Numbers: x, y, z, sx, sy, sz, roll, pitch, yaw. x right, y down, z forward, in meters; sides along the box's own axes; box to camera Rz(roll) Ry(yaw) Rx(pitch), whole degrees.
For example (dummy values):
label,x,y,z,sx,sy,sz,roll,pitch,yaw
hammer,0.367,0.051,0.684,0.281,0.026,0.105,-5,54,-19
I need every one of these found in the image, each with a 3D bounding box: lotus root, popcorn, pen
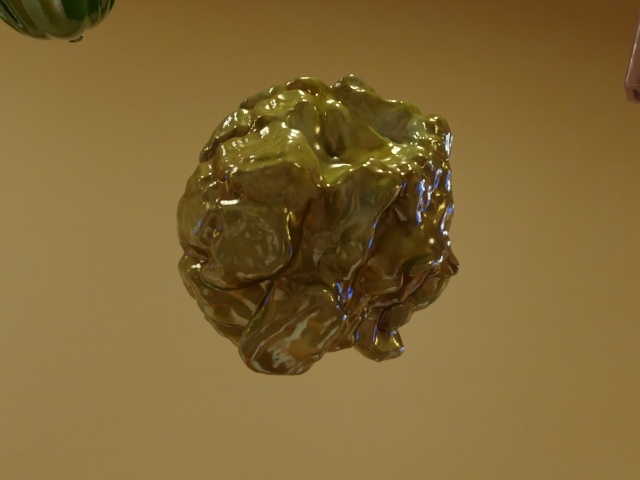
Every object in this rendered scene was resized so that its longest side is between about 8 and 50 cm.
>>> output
label,x,y,z,sx,sy,sz,roll,pitch,yaw
lotus root,-0.259,-0.258,1.232,0.186,0.186,0.186,7,-26,3
popcorn,-0.005,-0.010,1.415,0.334,0.294,0.292,2,-44,-32
pen,0.274,-0.205,1.011,0.032,0.197,0.053,11,-10,20
